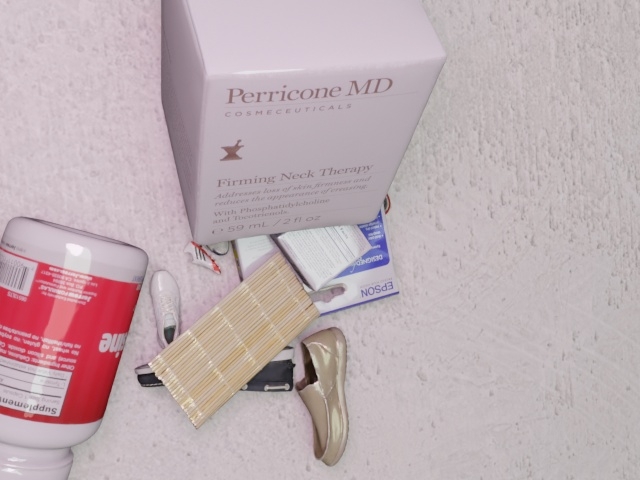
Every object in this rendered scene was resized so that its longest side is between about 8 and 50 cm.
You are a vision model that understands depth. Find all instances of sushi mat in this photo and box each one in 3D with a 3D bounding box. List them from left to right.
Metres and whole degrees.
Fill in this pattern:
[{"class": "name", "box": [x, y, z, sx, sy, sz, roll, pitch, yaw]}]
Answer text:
[{"class": "sushi mat", "box": [-0.143, 0.171, 1.232, 0.316, 0.019, 0.151, -41, 106, -24]}]

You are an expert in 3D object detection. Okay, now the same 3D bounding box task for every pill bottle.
[{"class": "pill bottle", "box": [-0.439, 0.183, 1.111, 0.229, 0.229, 0.408, 17, 88, -21]}]

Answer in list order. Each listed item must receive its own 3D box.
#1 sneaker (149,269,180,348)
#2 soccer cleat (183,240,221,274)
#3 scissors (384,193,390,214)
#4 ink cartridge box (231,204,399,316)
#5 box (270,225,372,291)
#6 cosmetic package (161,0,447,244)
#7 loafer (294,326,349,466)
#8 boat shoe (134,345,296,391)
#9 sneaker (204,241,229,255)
[{"class": "sneaker", "box": [-0.276, 0.128, 1.259, 0.053, 0.061, 0.152, -9, 95, -18]}, {"class": "soccer cleat", "box": [-0.220, 0.037, 1.292, 0.035, 0.029, 0.083, -43, 103, -4]}, {"class": "scissors", "box": [0.030, -0.153, 1.380, 0.109, 0.021, 0.297, -40, 105, -11]}, {"class": "ink cartridge box", "box": [-0.019, -0.010, 1.336, 0.303, 0.072, 0.307, -14, 102, -16]}, {"class": "box", "box": [0.000, 0.000, 1.270, 0.137, 0.072, 0.126, -37, 105, -10]}, {"class": "cosmetic package", "box": [-0.062, -0.245, 1.078, 0.329, 0.394, 0.328, -8, 60, -17]}, {"class": "loafer", "box": [-0.002, 0.305, 1.357, 0.092, 0.102, 0.269, 2, 84, -19]}, {"class": "boat shoe", "box": [-0.186, 0.253, 1.272, 0.302, 0.114, 0.091, -2, 89, -20]}, {"class": "sneaker", "box": [-0.204, -0.032, 1.276, 0.052, 0.058, 0.135, -26, 103, -17]}]
